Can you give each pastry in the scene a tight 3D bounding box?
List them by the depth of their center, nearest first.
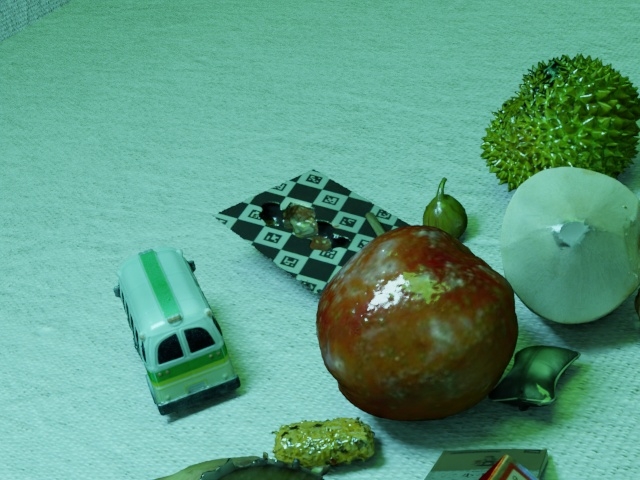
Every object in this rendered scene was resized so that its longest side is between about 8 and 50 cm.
[{"bbox_3d":[0.003,0.270,1.614,0.140,0.056,0.080,-13,19,6],"label":"pastry"}]

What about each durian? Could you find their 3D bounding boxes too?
[{"bbox_3d":[0.412,-0.196,2.048,0.291,0.224,0.291,-14,34,9],"label":"durian"}]

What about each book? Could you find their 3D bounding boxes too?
[{"bbox_3d":[0.196,0.284,1.462,0.138,0.016,0.199,-4,5,17],"label":"book"}]

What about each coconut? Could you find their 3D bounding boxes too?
[{"bbox_3d":[0.358,0.011,1.714,0.241,0.241,0.241,-11,30,6],"label":"coconut"}]

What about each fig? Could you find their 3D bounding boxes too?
[{"bbox_3d":[0.204,-0.045,2.013,0.082,0.098,0.084,14,54,35],"label":"fig"}]

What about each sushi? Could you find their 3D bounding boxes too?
[{"bbox_3d":[0.000,0.000,2.049,0.264,0.050,0.290,-27,46,-37],"label":"sushi"}]

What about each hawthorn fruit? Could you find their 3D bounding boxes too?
[{"bbox_3d":[0.131,0.116,1.631,0.284,0.284,0.284,-11,30,6],"label":"hawthorn fruit"}]

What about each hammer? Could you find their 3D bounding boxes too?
[{"bbox_3d":[0.114,0.005,2.001,0.062,0.017,0.182,-6,36,-17],"label":"hammer"}]

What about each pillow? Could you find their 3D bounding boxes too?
[{"bbox_3d":[0.289,0.182,1.636,0.091,0.055,0.135,-31,11,42],"label":"pillow"}]

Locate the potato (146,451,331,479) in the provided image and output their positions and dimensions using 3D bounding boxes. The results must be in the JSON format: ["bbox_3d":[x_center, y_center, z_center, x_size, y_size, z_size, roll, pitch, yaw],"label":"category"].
[{"bbox_3d":[-0.137,0.358,1.364,0.237,0.289,0.301,3,67,57],"label":"potato"}]

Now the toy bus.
[{"bbox_3d":[-0.228,0.123,1.851,0.134,0.164,0.276,-19,31,-11],"label":"toy bus"}]

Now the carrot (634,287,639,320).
[{"bbox_3d":[0.480,0.153,1.589,0.102,0.102,0.263,-9,37,9],"label":"carrot"}]

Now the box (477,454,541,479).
[{"bbox_3d":[0.110,0.384,1.235,0.089,0.197,0.313,41,49,7],"label":"box"}]
